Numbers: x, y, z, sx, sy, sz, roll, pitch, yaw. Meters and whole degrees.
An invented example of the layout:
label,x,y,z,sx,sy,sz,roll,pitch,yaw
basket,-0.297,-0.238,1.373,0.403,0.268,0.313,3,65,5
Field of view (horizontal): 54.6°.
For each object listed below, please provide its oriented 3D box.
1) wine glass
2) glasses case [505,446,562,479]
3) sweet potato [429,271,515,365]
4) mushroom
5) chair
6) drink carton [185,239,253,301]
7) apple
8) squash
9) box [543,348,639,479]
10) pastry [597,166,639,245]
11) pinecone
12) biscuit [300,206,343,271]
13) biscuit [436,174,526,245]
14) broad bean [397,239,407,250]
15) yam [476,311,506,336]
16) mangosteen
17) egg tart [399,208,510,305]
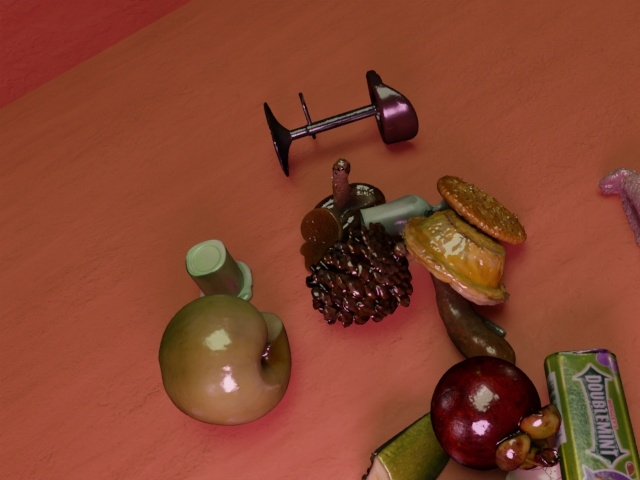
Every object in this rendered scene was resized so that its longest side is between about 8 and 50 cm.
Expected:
label,x,y,z,sx,sy,sz,roll,pitch,yaw
wine glass,0.217,-0.061,1.555,0.231,0.103,0.103,-15,50,-2
glasses case,0.440,0.434,1.152,0.196,0.050,0.083,-26,48,-3
sweet potato,0.316,0.183,1.354,0.097,0.097,0.292,-30,56,-6
mushroom,0.049,-0.115,1.593,0.227,0.217,0.148,-42,53,-15
chair,0.060,-0.341,1.767,0.401,0.226,0.226,-16,50,4
drink carton,-0.268,0.080,1.595,0.146,0.142,0.144,-17,49,7
apple,-0.207,0.257,1.348,0.254,0.292,0.292,-13,50,22
squash,0.195,0.446,1.243,0.252,0.169,0.093,-18,43,-42
box,0.487,0.363,1.096,0.134,0.097,0.346,-3,52,12
pastry,0.748,-0.067,1.411,0.112,0.103,0.265,-13,52,-1
pinecone,0.094,0.088,1.427,0.272,0.224,0.224,-39,44,28
biscuit,0.000,0.000,1.575,0.124,0.175,0.026,20,21,29
biscuit,0.384,-0.077,1.469,0.035,0.254,0.254,-57,46,25
broad bean,0.148,0.034,1.562,0.226,0.039,0.069,-21,17,-3
yam,0.365,0.181,1.391,0.116,0.021,0.021,34,69,34
mangosteen,0.331,0.332,1.147,0.215,0.215,0.257,-46,36,-18
egg tart,0.314,0.026,1.380,0.118,0.288,0.288,-54,46,23
